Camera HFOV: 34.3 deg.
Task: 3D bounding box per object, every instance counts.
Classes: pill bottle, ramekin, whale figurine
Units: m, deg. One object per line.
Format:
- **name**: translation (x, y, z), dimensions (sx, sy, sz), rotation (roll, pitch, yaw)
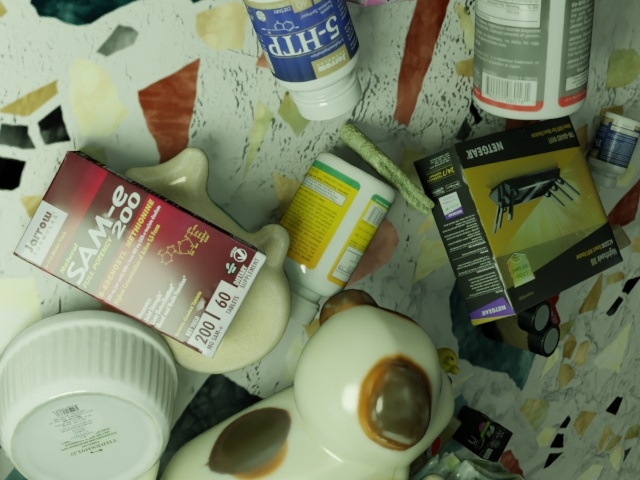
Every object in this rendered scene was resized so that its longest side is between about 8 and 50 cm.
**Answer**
- **pill bottle**: translation (-0.015, -0.240, 1.218), dimensions (0.112, 0.112, 0.187), rotation (-39, 131, -20)
- **pill bottle**: translation (0.000, 0.000, 1.346), dimensions (0.117, 0.117, 0.208), rotation (27, 93, -45)
- **pill bottle**: translation (0.291, -0.322, 1.409), dimensions (0.161, 0.161, 0.283), rotation (-22, 124, -32)
- **ramekin**: translation (-0.262, 0.190, 1.160), dimensions (0.207, 0.109, 0.207), rotation (-5, 127, -7)
- **pill bottle**: translation (0.488, -0.150, 1.733), dimensions (0.067, 0.067, 0.120), rotation (7, 106, -43)
- **whale figurine**: translation (-0.140, 0.021, 1.242), dimensions (0.216, 0.141, 0.272), rotation (-21, 105, 3)

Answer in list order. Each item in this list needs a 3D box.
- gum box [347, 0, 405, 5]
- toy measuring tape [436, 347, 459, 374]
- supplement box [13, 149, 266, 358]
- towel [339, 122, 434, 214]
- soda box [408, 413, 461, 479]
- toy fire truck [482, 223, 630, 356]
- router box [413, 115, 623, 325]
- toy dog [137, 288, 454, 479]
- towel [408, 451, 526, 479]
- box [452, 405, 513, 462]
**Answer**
- **gum box**: translation (0.081, -0.389, 1.261), dimensions (0.107, 0.062, 0.188), rotation (-16, 121, -35)
- **toy measuring tape**: translation (0.100, 0.283, 1.571), dimensions (0.330, 0.121, 0.121), rotation (-42, 132, -18)
- **supplement box**: translation (-0.192, 0.014, 1.127), dimensions (0.239, 0.073, 0.130), rotation (28, 91, -5)
- **towel**: translation (0.089, -0.094, 1.386), dimensions (0.027, 0.110, 0.148), rotation (-46, 135, 4)
- **soda box**: translation (0.146, 0.343, 1.685), dimensions (0.181, 0.061, 0.058), rotation (-51, 134, -8)
- **toy fire truck**: translation (0.371, 0.039, 1.683), dimensions (0.246, 0.158, 0.217), rotation (-53, 135, -24)
- **router box**: translation (0.293, -0.038, 1.494), dimensions (0.308, 0.081, 0.243), rotation (-19, 88, -45)
- **toy dog**: translation (-0.007, 0.255, 1.320), dimensions (0.395, 0.284, 0.408), rotation (34, 107, -25)
- **towel**: translation (0.140, 0.475, 1.554), dimensions (0.374, 0.090, 0.320), rotation (-49, 150, 7)
- **box**: translation (0.274, 0.332, 1.775), dimensions (0.052, 0.083, 0.062), rotation (27, 93, -44)
